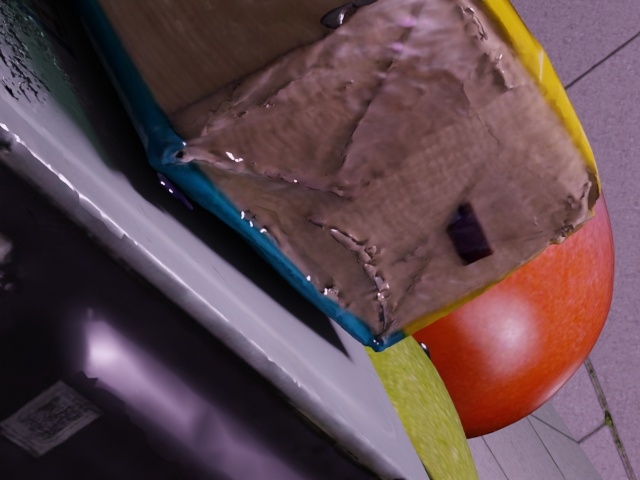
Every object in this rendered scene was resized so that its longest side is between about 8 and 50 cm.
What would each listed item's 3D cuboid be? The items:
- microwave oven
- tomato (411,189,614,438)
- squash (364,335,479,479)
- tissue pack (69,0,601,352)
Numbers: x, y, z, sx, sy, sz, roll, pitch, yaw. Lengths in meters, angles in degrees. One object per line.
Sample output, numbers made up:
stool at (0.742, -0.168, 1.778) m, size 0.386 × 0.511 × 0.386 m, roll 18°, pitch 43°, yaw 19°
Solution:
microwave oven at (-0.128, 0.018, 0.678) m, size 0.295 × 0.181 × 0.237 m, roll 45°, pitch 14°, yaw -43°
tomato at (0.064, -0.001, 1.111) m, size 0.256 × 0.224 × 0.256 m, roll 45°, pitch 28°, yaw -32°
squash at (-0.013, 0.144, 0.781) m, size 0.189 × 0.189 × 0.260 m, roll 50°, pitch 15°, yaw -18°
tissue pack at (-0.019, -0.110, 0.713) m, size 0.192 × 0.134 × 0.271 m, roll 42°, pitch 15°, yaw -52°
